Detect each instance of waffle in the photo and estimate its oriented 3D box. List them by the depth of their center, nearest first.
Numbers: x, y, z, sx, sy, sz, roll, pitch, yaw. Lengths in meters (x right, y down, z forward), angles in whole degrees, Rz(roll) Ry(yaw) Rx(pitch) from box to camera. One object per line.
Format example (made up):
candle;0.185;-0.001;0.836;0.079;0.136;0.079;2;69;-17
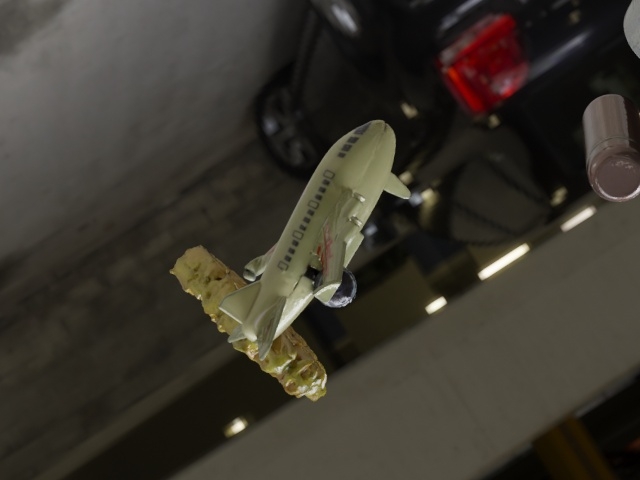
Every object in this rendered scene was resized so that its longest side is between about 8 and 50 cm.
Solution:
waffle;-0.062;0.123;1.810;0.057;0.219;0.229;-46;142;1

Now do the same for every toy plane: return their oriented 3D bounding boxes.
toy plane;0.000;0.000;1.319;0.244;0.092;0.229;-52;-162;-8

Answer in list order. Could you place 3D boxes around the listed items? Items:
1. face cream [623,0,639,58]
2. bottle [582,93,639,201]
face cream;0.484;-0.354;1.677;0.145;0.145;0.370;-30;158;-28
bottle;0.254;-0.082;1.252;0.053;0.053;0.140;-35;-164;22
